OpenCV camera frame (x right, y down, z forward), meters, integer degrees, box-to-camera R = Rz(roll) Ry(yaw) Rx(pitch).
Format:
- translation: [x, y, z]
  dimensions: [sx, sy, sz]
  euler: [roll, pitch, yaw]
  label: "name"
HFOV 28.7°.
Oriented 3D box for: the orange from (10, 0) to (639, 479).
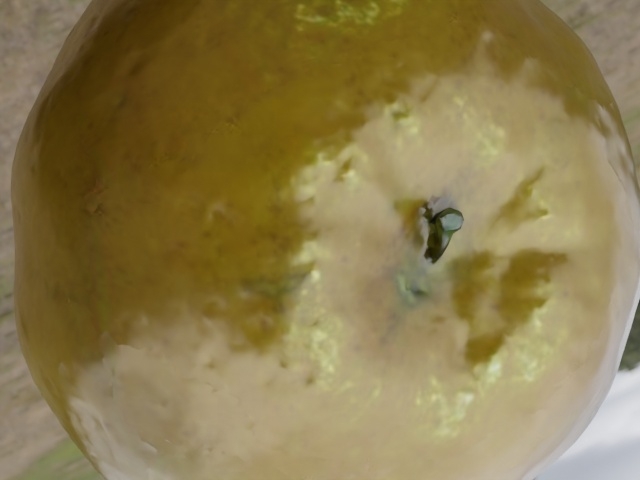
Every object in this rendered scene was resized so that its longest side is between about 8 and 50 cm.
- translation: [0.000, 0.000, 0.546]
  dimensions: [0.279, 0.279, 0.235]
  euler: [-24, -169, -19]
  label: "orange"
